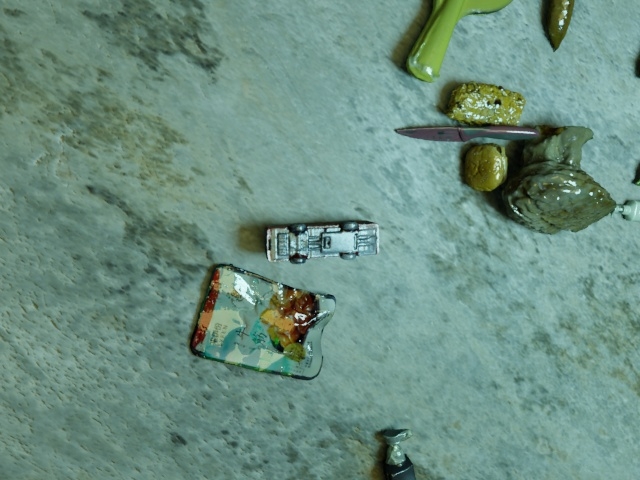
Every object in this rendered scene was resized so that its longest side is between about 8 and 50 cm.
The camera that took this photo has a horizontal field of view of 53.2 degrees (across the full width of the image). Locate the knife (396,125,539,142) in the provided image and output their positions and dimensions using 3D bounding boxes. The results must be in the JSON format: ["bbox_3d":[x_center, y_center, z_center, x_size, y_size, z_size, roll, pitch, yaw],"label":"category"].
[{"bbox_3d":[0.252,-0.184,1.097,0.247,0.035,0.018,1,60,1],"label":"knife"}]

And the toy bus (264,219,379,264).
[{"bbox_3d":[0.000,0.000,1.051,0.192,0.077,0.065,-3,98,-17],"label":"toy bus"}]

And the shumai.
[{"bbox_3d":[0.415,-0.112,1.127,0.205,0.166,0.176,23,58,-38],"label":"shumai"}]

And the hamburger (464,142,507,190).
[{"bbox_3d":[0.287,-0.128,1.114,0.044,0.076,0.084,-15,99,-43],"label":"hamburger"}]

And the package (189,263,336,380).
[{"bbox_3d":[-0.088,0.143,1.070,0.231,0.040,0.166,18,94,-16],"label":"package"}]

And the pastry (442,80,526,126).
[{"bbox_3d":[0.285,-0.233,1.105,0.140,0.056,0.080,12,103,-23],"label":"pastry"}]

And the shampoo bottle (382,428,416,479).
[{"bbox_3d":[0.150,0.445,1.173,0.063,0.057,0.208,-13,103,-13],"label":"shampoo bottle"}]

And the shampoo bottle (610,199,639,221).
[{"bbox_3d":[0.623,-0.057,1.236,0.140,0.034,0.049,4,105,-16],"label":"shampoo bottle"}]

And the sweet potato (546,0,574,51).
[{"bbox_3d":[0.426,-0.469,1.103,0.067,0.067,0.274,3,104,-16],"label":"sweet potato"}]

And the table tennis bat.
[{"bbox_3d":[0.234,-0.435,1.062,0.224,0.054,0.369,23,88,-19],"label":"table tennis bat"}]

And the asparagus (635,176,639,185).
[{"bbox_3d":[0.742,-0.215,1.221,0.343,0.085,0.082,-42,131,-8],"label":"asparagus"}]
